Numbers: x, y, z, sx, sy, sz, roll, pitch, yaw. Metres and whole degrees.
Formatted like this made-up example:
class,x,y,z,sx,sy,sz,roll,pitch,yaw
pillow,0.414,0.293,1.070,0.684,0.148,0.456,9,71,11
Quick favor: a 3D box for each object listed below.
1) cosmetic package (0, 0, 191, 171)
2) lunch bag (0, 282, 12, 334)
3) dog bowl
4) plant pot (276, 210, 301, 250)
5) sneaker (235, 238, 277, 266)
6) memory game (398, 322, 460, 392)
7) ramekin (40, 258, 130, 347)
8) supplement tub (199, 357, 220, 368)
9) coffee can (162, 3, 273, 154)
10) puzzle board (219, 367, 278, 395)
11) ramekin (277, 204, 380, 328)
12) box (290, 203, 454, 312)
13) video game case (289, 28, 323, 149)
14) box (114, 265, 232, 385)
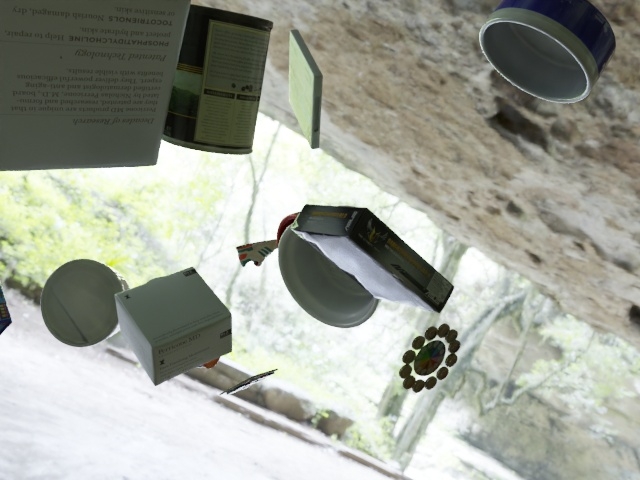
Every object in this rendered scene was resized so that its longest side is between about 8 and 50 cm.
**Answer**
class,x,y,z,sx,sy,sz,roll,pitch,yaw
cosmetic package,-0.472,-0.383,1.211,0.327,0.394,0.330,-7,53,-30
lunch bag,-1.083,0.235,2.019,0.138,0.293,0.221,-7,61,-43
dog bowl,0.477,-0.415,1.378,0.264,0.104,0.265,35,-5,3
plant pot,0.000,0.000,1.777,0.174,0.191,0.191,-22,28,-39
sneaker,-0.181,0.040,1.972,0.161,0.076,0.057,-11,2,-37
memory game,0.260,0.281,1.534,0.186,0.186,0.012,30,3,-40
ramekin,-0.713,0.191,2.018,0.272,0.273,0.127,23,0,10
supplement tub,-0.439,0.363,2.238,0.190,0.117,0.117,19,-8,30
coffee can,-0.218,-0.335,1.360,0.201,0.276,0.201,10,15,-3
puzzle board,-0.160,0.323,1.480,0.011,0.096,0.128,63,17,13
ramekin,0.049,0.053,1.514,0.277,0.277,0.135,21,34,28
box,0.085,0.028,1.085,0.231,0.056,0.183,40,-15,-28
video game case,-0.039,-0.373,1.606,0.026,0.206,0.227,-10,46,-13
box,-0.302,0.172,1.349,0.182,0.180,0.119,43,-39,38
